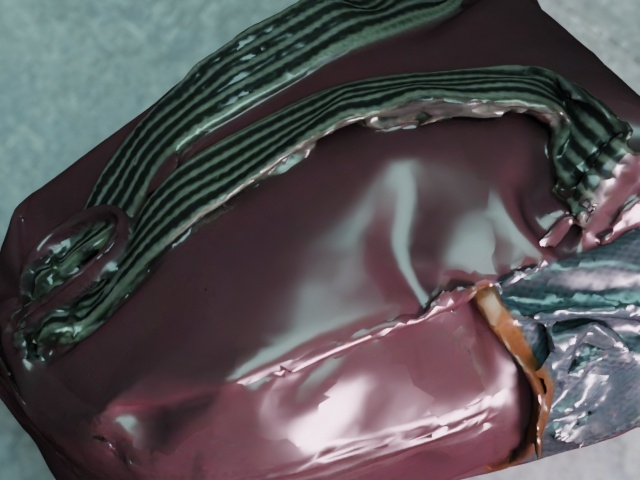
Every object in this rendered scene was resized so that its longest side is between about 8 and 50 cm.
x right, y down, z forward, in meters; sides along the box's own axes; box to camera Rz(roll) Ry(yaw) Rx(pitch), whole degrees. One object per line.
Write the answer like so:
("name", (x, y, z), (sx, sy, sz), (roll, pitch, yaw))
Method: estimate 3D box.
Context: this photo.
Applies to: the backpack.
("backpack", (0.000, 0.000, 0.877), (0.317, 0.197, 0.283), (-20, 39, -13))
